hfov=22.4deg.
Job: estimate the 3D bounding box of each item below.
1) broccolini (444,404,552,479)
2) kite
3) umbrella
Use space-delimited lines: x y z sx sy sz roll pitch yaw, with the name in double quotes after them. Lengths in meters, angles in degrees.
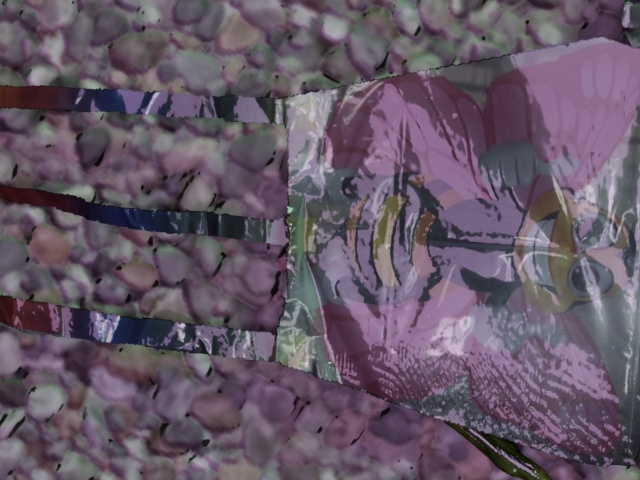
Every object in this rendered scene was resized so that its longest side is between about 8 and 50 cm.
0.122 0.123 0.787 0.140 0.030 0.035 41 88 8 "broccolini"
-0.001 0.001 0.781 0.360 0.022 0.204 3 98 12 "kite"
0.162 -0.091 0.760 0.050 0.046 0.188 8 94 28 "umbrella"
